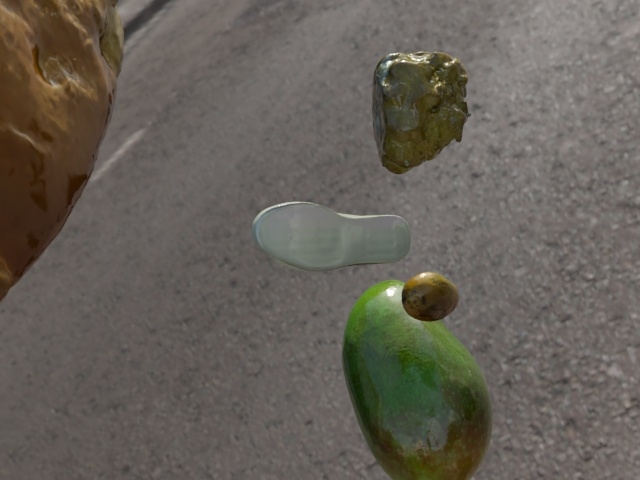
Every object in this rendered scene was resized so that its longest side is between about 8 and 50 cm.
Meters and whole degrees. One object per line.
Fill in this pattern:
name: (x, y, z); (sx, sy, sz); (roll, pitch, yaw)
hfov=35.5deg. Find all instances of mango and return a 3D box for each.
mango: (0.158, 0.238, 1.682); (0.225, 0.201, 0.381); (-32, 61, 28)
mango: (0.167, 0.086, 1.505); (0.057, 0.114, 0.079); (45, 113, 38)

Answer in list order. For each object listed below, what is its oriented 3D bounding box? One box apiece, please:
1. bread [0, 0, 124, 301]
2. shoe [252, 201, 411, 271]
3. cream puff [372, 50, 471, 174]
bread: (-0.166, -0.095, 0.414); (0.099, 0.210, 0.235); (-8, 51, 21)
shoe: (0.000, 0.000, 1.423); (0.265, 0.095, 0.110); (5, -5, -34)
cream puff: (0.120, -0.152, 1.173); (0.116, 0.146, 0.146); (-6, 26, -7)
